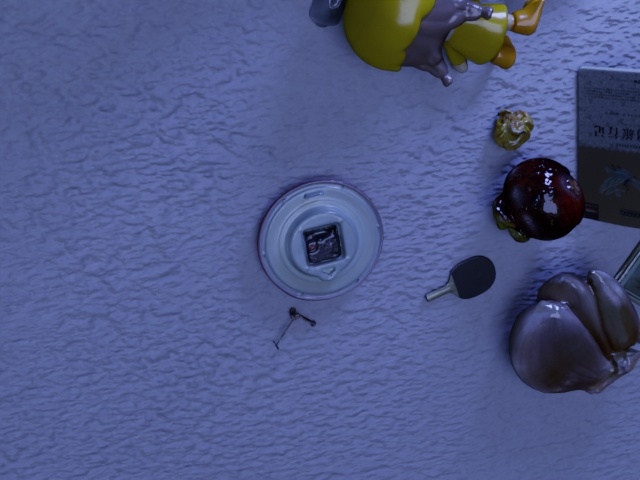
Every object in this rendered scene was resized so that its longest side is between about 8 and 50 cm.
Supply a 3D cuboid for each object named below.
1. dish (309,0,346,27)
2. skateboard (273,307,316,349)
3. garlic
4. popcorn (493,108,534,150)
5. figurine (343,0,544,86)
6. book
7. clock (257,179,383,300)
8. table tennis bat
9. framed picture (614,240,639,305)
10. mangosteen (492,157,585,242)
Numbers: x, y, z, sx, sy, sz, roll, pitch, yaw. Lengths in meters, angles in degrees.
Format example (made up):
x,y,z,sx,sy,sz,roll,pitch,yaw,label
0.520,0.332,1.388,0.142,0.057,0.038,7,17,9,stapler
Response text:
x,y,z,sx,sy,sz,roll,pitch,yaw,label
0.025,-0.434,1.579,0.091,0.039,0.137,13,105,-19,dish
-0.054,0.181,1.801,0.064,0.032,0.083,32,97,-33,skateboard
0.517,0.193,1.893,0.279,0.132,0.325,-42,117,3,garlic
0.371,-0.209,1.732,0.084,0.084,0.084,-5,111,-13,popcorn
0.208,-0.385,1.577,0.344,0.187,0.215,4,124,-22,figurine
0.592,-0.172,1.741,0.021,0.217,0.310,-26,119,-41,book
0.001,0.000,1.730,0.245,0.056,0.244,-5,112,-13,clock
0.286,0.086,1.858,0.157,0.013,0.087,-23,115,-6,table tennis bat
0.771,0.035,1.960,0.217,0.017,0.274,26,102,-21,framed picture
0.413,-0.068,1.762,0.166,0.166,0.180,38,122,-23,mangosteen
